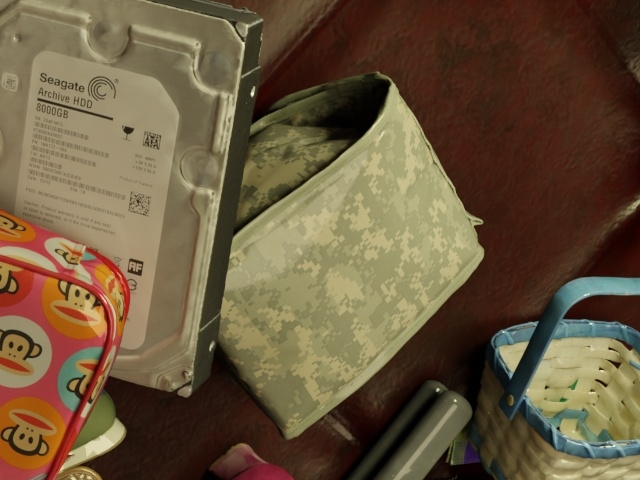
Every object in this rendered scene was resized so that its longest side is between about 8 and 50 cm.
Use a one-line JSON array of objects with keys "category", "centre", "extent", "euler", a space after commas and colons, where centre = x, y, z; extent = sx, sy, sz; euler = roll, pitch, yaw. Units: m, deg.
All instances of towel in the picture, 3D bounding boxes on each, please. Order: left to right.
[{"category": "towel", "centre": [0.183, 0.226, 2.075], "extent": [0.083, 0.009, 0.060], "euler": [2, 111, -34]}]

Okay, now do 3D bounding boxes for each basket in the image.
[{"category": "basket", "centre": [0.297, 0.151, 1.978], "extent": [0.255, 0.201, 0.289], "euler": [1, 133, -35]}]

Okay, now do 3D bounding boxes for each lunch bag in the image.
[{"category": "lunch bag", "centre": [-0.326, 0.092, 1.524], "extent": [0.293, 0.120, 0.258], "euler": [24, 106, -5]}, {"category": "lunch bag", "centre": [0.000, 0.000, 1.746], "extent": [0.287, 0.169, 0.235], "euler": [-37, 126, -8]}]

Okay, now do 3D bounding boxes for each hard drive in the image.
[{"category": "hard drive", "centre": [-0.186, -0.053, 1.567], "extent": [0.064, 0.237, 0.339], "euler": [-43, 146, -67]}]

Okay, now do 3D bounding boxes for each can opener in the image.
[{"category": "can opener", "centre": [0.040, 0.258, 1.953], "extent": [0.095, 0.076, 0.283], "euler": [43, 82, -29]}]

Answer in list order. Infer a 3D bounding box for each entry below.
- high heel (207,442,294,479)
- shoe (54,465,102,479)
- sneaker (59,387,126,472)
[{"category": "high heel", "centre": [-0.122, 0.320, 1.848], "extent": [0.244, 0.117, 0.082], "euler": [-43, 128, -9]}, {"category": "shoe", "centre": [-0.298, 0.301, 1.770], "extent": [0.219, 0.058, 0.076], "euler": [-47, 109, -11]}, {"category": "sneaker", "centre": [-0.281, 0.188, 1.721], "extent": [0.192, 0.064, 0.086], "euler": [-29, 117, -20]}]
